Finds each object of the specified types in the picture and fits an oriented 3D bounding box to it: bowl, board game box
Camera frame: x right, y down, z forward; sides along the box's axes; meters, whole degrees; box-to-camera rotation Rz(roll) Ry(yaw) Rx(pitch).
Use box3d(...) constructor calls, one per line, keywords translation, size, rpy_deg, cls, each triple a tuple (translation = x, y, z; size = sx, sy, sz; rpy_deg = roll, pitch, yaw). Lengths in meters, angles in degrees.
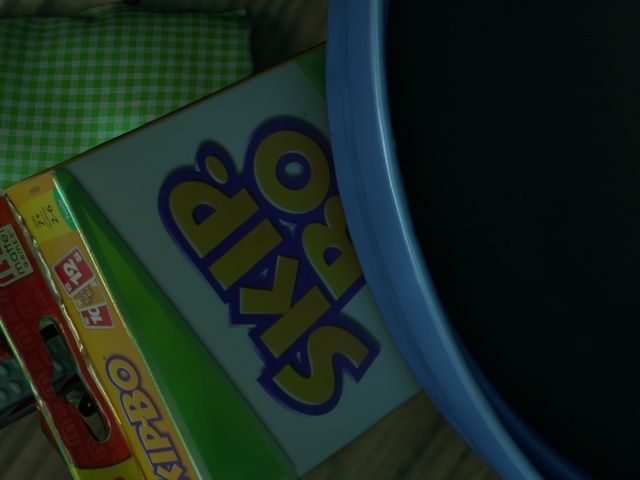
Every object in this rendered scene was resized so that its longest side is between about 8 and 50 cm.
box3d(translation=(0.180, -0.058, 0.683), size=(0.391, 0.077, 0.391), rpy_deg=(0, 89, -23), cls="bowl")
box3d(translation=(0.000, 0.000, 0.667), size=(0.259, 0.039, 0.124), rpy_deg=(-30, 97, -43), cls="board game box")

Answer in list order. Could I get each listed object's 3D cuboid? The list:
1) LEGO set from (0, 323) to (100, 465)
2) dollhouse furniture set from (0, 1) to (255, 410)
box3d(translation=(-0.121, 0.059, 0.582), size=(0.182, 0.244, 0.060), rpy_deg=(23, 129, -31), cls="LEGO set")
box3d(translation=(-0.120, -0.075, 0.676), size=(0.197, 0.151, 0.302), rpy_deg=(-1, 94, -4), cls="dollhouse furniture set")
